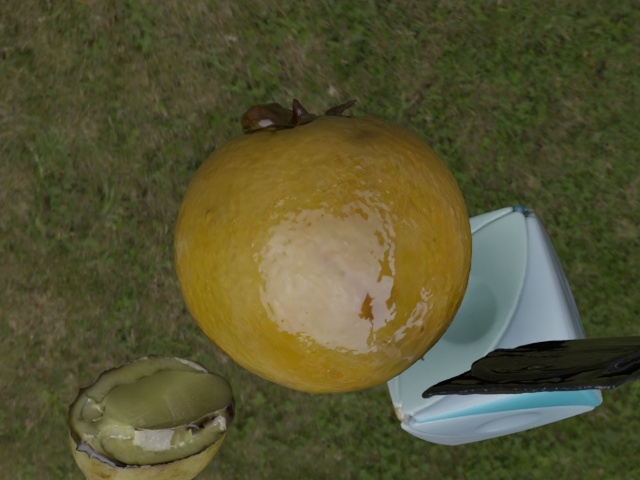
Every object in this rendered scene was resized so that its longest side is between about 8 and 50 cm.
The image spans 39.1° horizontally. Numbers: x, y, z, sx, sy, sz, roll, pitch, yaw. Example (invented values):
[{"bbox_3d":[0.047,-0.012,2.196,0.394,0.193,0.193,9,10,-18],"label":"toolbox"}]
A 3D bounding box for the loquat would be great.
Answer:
[{"bbox_3d":[0.000,0.000,0.812,0.275,0.275,0.274,-5,114,-11],"label":"loquat"}]

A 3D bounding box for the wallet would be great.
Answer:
[{"bbox_3d":[0.290,0.144,1.061,0.323,0.247,0.041,-4,87,-50],"label":"wallet"}]

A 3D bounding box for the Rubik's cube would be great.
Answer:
[{"bbox_3d":[0.307,0.174,1.696,0.352,0.347,0.352,-18,155,14],"label":"Rubik's cube"}]

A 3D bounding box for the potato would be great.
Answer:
[{"bbox_3d":[-0.300,0.342,1.557,0.285,0.243,0.242,-24,121,-37],"label":"potato"}]
